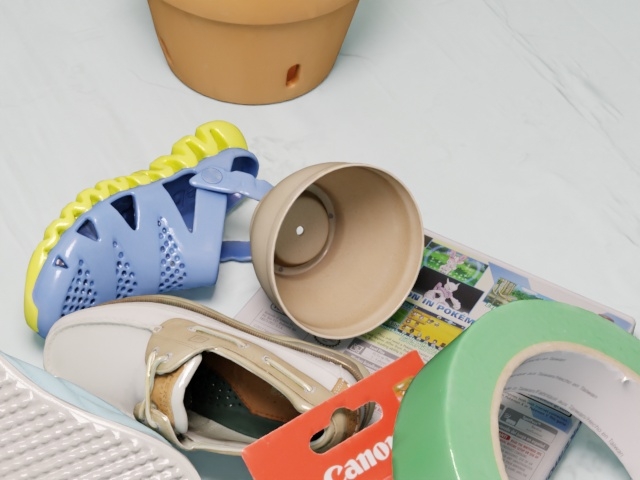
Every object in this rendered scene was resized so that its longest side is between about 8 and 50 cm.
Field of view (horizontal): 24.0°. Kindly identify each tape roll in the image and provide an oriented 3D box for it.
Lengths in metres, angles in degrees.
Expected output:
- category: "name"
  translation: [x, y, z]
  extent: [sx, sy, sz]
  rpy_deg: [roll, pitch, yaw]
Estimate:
- category: "tape roll"
  translation: [0.208, 0.202, 1.195]
  extent: [0.321, 0.077, 0.321]
  rpy_deg: [22, 45, -24]

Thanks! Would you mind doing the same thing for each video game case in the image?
- category: "video game case"
  translation: [0.087, 0.110, 1.410]
  extent: [0.329, 0.036, 0.300]
  rpy_deg: [24, 48, 20]

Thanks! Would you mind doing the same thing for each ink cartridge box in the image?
- category: "ink cartridge box"
  translation: [0.071, 0.226, 1.188]
  extent: [0.189, 0.066, 0.232]
  rpy_deg: [-27, 95, -28]

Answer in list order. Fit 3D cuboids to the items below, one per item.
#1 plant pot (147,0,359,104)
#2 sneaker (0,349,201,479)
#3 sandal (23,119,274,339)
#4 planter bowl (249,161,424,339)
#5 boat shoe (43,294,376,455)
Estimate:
- category: "plant pot"
  translation: [-0.077, -0.291, 1.684]
  extent: [0.291, 0.203, 0.291]
  rpy_deg: [3, 45, -3]
- category: "sneaker"
  translation: [-0.264, 0.156, 1.231]
  extent: [0.366, 0.150, 0.135]
  rpy_deg: [32, 79, -2]
- category: "sandal"
  translation: [-0.147, -0.001, 1.446]
  extent: [0.138, 0.126, 0.317]
  rpy_deg: [35, 54, 23]
- category: "planter bowl"
  translation: [0.000, 0.000, 1.397]
  extent: [0.162, 0.162, 0.109]
  rpy_deg: [-22, 22, -25]
- category: "boat shoe"
  translation: [-0.109, 0.117, 1.286]
  extent: [0.302, 0.113, 0.103]
  rpy_deg: [7, 11, 17]
